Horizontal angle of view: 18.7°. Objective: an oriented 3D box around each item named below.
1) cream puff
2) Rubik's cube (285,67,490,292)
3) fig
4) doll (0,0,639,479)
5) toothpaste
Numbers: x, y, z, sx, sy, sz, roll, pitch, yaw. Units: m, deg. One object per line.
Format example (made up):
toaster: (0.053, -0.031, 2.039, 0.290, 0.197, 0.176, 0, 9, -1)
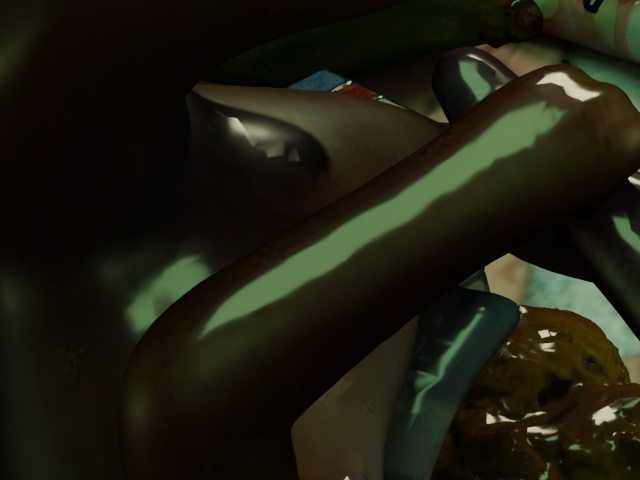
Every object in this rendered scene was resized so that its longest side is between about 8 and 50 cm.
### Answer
cream puff: (0.069, 0.076, 0.616, 0.116, 0.094, 0.122, -5, 28, 13)
Rubik's cube: (0.000, 0.000, 0.770, 0.092, 0.092, 0.092, -29, 32, -21)
fig: (-0.003, -0.150, 0.971, 0.245, 0.195, 0.195, 32, 45, 7)
doll: (0.021, 0.085, 0.472, 0.209, 0.318, 0.340, 0, 51, -22)
toothpaste: (0.117, -0.121, 0.975, 0.056, 0.036, 0.205, -30, 30, -20)
